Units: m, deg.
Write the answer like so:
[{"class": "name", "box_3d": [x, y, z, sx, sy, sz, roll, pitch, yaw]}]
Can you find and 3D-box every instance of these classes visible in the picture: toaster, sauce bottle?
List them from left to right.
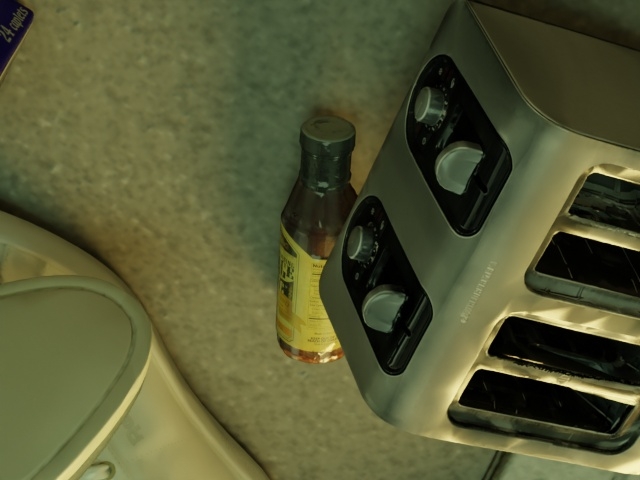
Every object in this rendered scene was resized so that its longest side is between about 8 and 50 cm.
[{"class": "sauce bottle", "box_3d": [0.000, 0.000, 0.730, 0.042, 0.042, 0.128, 5, 121, 3]}, {"class": "toaster", "box_3d": [0.112, 0.004, 0.661, 0.186, 0.110, 0.168, 14, 123, -21]}]

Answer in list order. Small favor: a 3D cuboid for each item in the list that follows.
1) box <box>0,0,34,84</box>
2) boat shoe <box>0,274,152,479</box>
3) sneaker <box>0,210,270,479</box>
[{"class": "box", "box_3d": [-0.212, -0.080, 0.648, 0.137, 0.126, 0.072, 29, 123, -13]}, {"class": "boat shoe", "box_3d": [-0.200, 0.139, 0.670, 0.116, 0.319, 0.099, 35, 152, 22]}, {"class": "sneaker", "box_3d": [-0.124, 0.102, 0.763, 0.106, 0.123, 0.290, -33, 113, 26]}]
